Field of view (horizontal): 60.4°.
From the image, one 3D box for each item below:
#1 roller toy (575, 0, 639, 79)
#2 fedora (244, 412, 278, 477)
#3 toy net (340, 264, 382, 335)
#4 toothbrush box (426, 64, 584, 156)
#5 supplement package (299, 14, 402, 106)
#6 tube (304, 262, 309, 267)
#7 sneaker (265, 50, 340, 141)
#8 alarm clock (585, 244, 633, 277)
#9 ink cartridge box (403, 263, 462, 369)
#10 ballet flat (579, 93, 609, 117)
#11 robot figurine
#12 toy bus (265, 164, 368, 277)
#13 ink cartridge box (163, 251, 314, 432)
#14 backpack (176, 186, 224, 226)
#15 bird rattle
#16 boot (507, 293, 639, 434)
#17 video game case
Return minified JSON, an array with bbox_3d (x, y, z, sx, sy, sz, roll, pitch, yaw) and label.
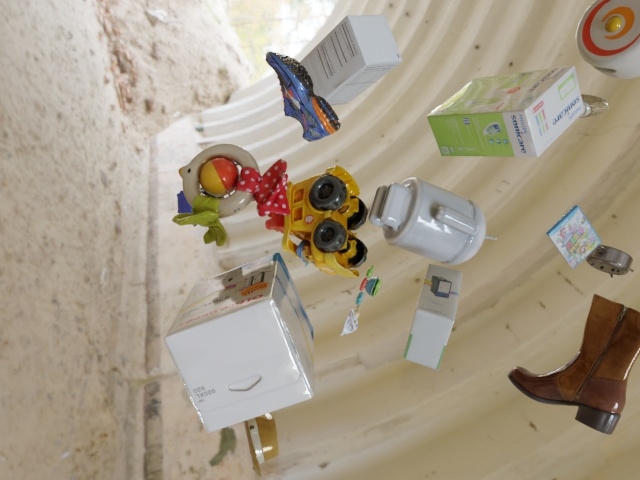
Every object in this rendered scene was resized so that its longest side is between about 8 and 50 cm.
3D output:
[{"bbox_3d":[0.722,-0.494,1.305,0.209,0.146,0.191,-16,-106,46],"label":"roller toy"},{"bbox_3d":[-0.152,0.508,1.429,0.194,0.079,0.194,168,-90,-78],"label":"fedora"},{"bbox_3d":[0.128,0.195,1.699,0.122,0.045,0.232,88,28,-60],"label":"toy net"},{"bbox_3d":[0.434,-0.301,1.309,0.283,0.206,0.122,15,-41,53],"label":"toothbrush box"},{"bbox_3d":[0.071,-0.465,1.443,0.244,0.139,0.134,-24,-94,53],"label":"supplement package"},{"bbox_3d":[0.000,0.000,1.811,0.052,0.080,0.207,36,-52,9],"label":"tube"},{"bbox_3d":[-0.054,-0.303,1.161,0.221,0.087,0.083,56,25,2],"label":"sneaker"},{"bbox_3d":[0.899,0.056,1.733,0.129,0.192,0.064,18,-103,51],"label":"alarm clock"},{"bbox_3d":[0.277,0.180,1.340,0.212,0.093,0.154,-54,156,-55],"label":"ink cartridge box"},{"bbox_3d":[0.685,-0.371,1.530,0.206,0.067,0.073,18,-38,34],"label":"ballet flat"},{"bbox_3d":[0.315,-0.050,1.549,0.300,0.353,0.200,-170,-81,-72],"label":"robot figurine"},{"bbox_3d":[-0.019,-0.027,1.175,0.149,0.211,0.220,38,47,-58],"label":"toy bus"},{"bbox_3d":[-0.116,0.150,0.879,0.233,0.171,0.168,-97,166,-75],"label":"ink cartridge box"},{"bbox_3d":[-0.333,-0.107,1.535,0.101,0.120,0.098,27,-59,37],"label":"backpack"},{"bbox_3d":[-0.189,-0.113,1.120,0.207,0.253,0.143,60,8,21],"label":"bird rattle"},{"bbox_3d":[0.588,0.255,1.264,0.264,0.096,0.280,22,-86,54],"label":"boot"},{"bbox_3d":[0.746,-0.009,1.617,0.166,0.119,0.015,44,4,-26],"label":"video game case"}]
